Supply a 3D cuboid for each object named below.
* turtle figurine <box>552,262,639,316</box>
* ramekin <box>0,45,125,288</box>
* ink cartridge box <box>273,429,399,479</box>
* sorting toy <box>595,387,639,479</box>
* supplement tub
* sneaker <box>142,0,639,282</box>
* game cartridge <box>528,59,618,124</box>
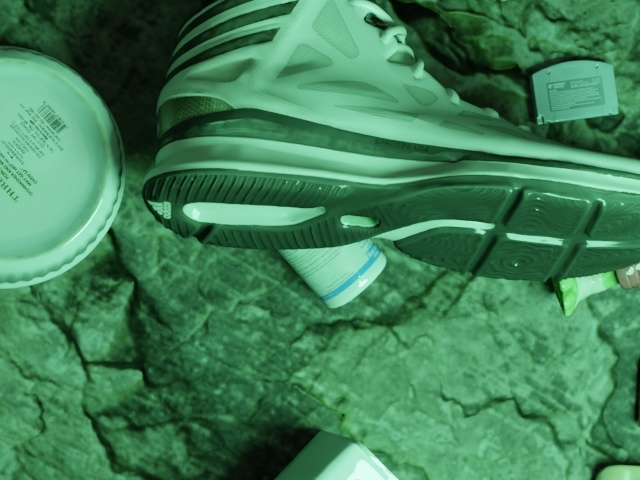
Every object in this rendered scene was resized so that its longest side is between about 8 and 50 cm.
[{"bbox_3d":[0.338,-0.009,1.329,0.266,0.198,0.275,-11,50,3],"label":"turtle figurine"},{"bbox_3d":[-0.260,-0.063,1.243,0.207,0.109,0.207,0,89,-14],"label":"ramekin"},{"bbox_3d":[-0.010,0.330,1.296,0.278,0.117,0.201,-46,100,-10],"label":"ink cartridge box"},{"bbox_3d":[0.365,0.275,1.435,0.229,0.041,0.307,5,85,-13],"label":"sorting toy"},{"bbox_3d":[0.000,0.000,1.327,0.071,0.071,0.107,-43,100,-11],"label":"supplement tub"},{"bbox_3d":[0.088,-0.120,1.252,0.447,0.169,0.257,6,64,-6],"label":"sneaker"},{"bbox_3d":[0.236,-0.140,1.416,0.083,0.017,0.056,-8,95,-14],"label":"game cartridge"}]
